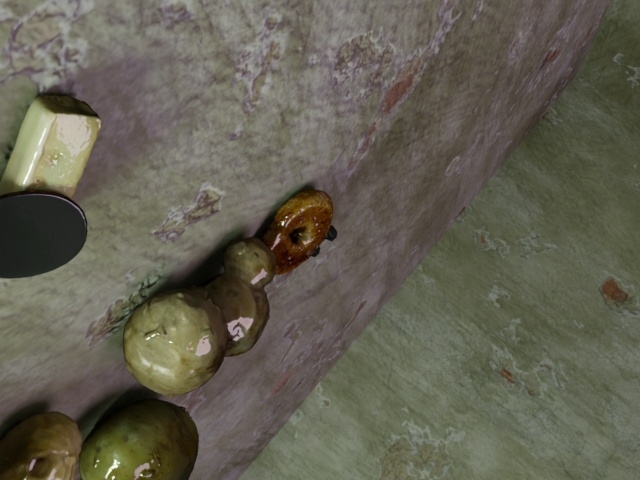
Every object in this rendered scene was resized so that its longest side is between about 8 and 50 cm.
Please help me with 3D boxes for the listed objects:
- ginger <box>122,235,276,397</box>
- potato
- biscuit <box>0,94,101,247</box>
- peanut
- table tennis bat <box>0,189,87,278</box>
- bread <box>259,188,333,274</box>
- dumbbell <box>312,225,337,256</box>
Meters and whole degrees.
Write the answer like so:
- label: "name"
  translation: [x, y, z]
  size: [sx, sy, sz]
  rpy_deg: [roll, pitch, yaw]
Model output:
- label: "ginger"
  translation: [-0.183, 0.126, 1.060]
  size: [0.304, 0.155, 0.244]
  rpy_deg: [-45, 157, -47]
- label: "potato"
  translation: [-0.323, 0.391, 1.175]
  size: [0.210, 0.173, 0.307]
  rpy_deg: [-46, 165, -11]
- label: "biscuit"
  translation: [-0.270, -0.048, 0.610]
  size: [0.056, 0.052, 0.188]
  rpy_deg: [6, 122, -51]
- label: "peanut"
  translation: [-0.427, 0.347, 0.901]
  size: [0.236, 0.120, 0.110]
  rpy_deg: [-54, -157, -12]
- label: "table tennis bat"
  translation: [-0.293, 0.001, 0.590]
  size: [0.158, 0.014, 0.095]
  rpy_deg: [-13, 133, -26]
- label: "bread"
  translation: [-0.050, -0.018, 1.230]
  size: [0.193, 0.064, 0.193]
  rpy_deg: [-40, 155, -23]
- label: "dumbbell"
  translation: [0.000, 0.000, 1.434]
  size: [0.083, 0.036, 0.040]
  rpy_deg: [-43, 163, -28]
